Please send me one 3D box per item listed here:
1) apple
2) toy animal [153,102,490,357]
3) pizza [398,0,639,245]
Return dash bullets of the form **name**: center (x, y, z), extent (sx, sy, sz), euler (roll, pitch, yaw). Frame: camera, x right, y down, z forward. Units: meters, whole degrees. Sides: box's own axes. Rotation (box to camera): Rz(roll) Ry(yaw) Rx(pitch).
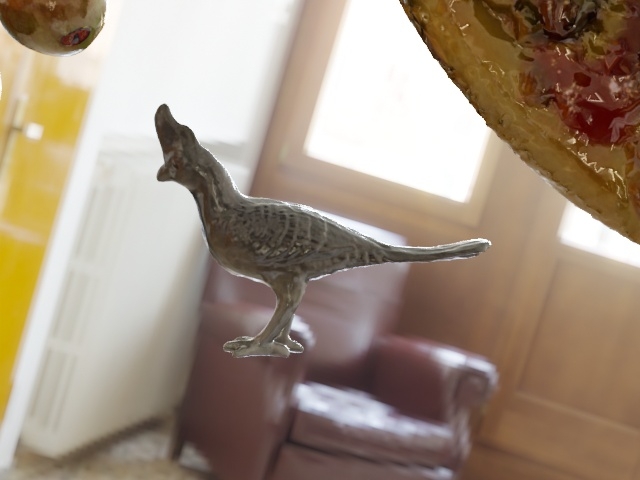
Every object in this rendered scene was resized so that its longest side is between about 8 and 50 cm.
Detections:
- **apple**: center (-0.200, -0.175, 1.291), extent (0.084, 0.071, 0.084), euler (-1, 49, 1)
- **toy animal**: center (-0.028, 0.026, 1.737), extent (0.367, 0.205, 0.081), euler (22, 0, -12)
- **pizza**: center (0.244, -0.237, 1.187), extent (0.440, 0.406, 0.130), euler (52, 18, -2)
